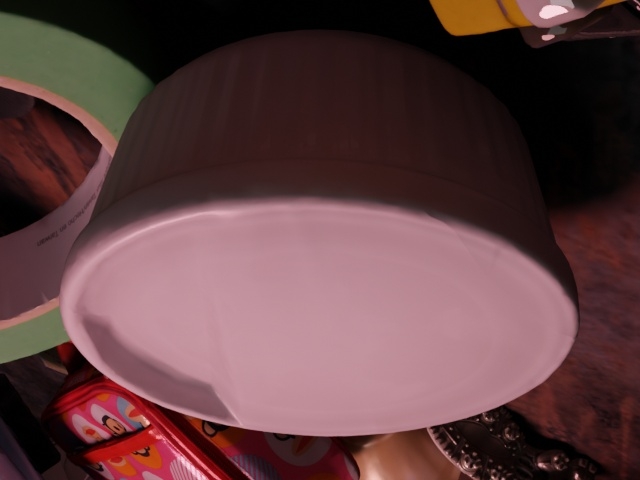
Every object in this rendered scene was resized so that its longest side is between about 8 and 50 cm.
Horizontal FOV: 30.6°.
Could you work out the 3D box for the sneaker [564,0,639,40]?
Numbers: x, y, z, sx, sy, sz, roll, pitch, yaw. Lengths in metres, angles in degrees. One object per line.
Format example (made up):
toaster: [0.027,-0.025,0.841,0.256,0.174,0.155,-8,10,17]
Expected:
sneaker: [0.149,-0.102,0.422,0.078,0.106,0.234,42,150,-28]

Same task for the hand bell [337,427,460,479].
hand bell: [0.028,0.120,0.989,0.126,0.126,0.242,6,136,35]

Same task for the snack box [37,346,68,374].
snack box: [-0.152,0.110,1.147,0.321,0.060,0.187,17,152,17]

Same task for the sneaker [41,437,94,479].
sneaker: [-0.230,0.264,1.244,0.210,0.366,0.137,-13,99,42]

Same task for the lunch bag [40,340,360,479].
lunch bag: [-0.126,0.165,1.019,0.258,0.120,0.293,45,152,-8]

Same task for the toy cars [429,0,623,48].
toy cars: [-0.005,-0.158,0.381,0.393,0.087,0.176,32,141,22]

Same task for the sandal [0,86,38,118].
sandal: [-0.385,-0.130,0.850,0.445,0.107,0.167,4,147,38]

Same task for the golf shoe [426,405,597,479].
golf shoe: [0.152,0.191,1.026,0.176,0.069,0.086,34,159,-15]

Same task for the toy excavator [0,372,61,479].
toy excavator: [-0.389,0.139,0.990,0.433,0.222,0.445,48,163,29]

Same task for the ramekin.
ramekin: [0.000,0.000,0.649,0.272,0.127,0.273,1,148,1]

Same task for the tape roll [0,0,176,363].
tape roll: [-0.236,-0.039,0.712,0.321,0.077,0.321,-11,142,-9]
